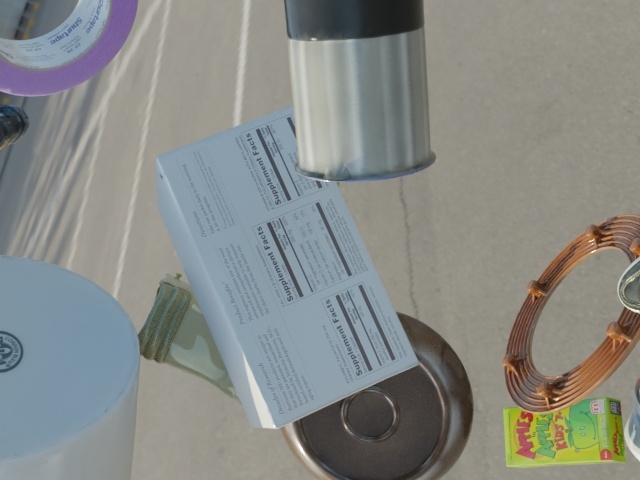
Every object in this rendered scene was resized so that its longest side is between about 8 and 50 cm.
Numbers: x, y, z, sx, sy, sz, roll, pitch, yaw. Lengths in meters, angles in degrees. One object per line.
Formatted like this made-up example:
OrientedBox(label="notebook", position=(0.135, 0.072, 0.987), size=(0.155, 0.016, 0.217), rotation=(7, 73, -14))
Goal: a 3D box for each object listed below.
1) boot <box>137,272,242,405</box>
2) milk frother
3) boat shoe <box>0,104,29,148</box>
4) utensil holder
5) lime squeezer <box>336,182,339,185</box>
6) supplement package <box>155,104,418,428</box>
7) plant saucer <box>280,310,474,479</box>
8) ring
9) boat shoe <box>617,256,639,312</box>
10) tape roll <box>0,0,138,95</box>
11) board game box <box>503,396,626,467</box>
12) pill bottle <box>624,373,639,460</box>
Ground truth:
OrientedBox(label="boot", position=(-0.104, 0.087, 1.080), size=(0.262, 0.203, 0.095), rotation=(-67, 1, -49))
OrientedBox(label="milk frother", position=(0.057, -0.110, 0.480), size=(0.143, 0.129, 0.134), rotation=(13, 118, 41))
OrientedBox(label="boat shoe", position=(-0.442, -0.118, 1.066), size=(0.183, 0.065, 0.083), rotation=(-9, 20, 33))
OrientedBox(label="utensil holder", position=(-0.361, 0.255, 0.933), size=(0.327, 0.328, 0.385), rotation=(-104, 24, -54))
OrientedBox(label="lime squeezer", position=(0.000, 0.000, 1.668), size=(0.110, 0.059, 0.310), rotation=(-54, -9, -28))
OrientedBox(label="supplement package", position=(-0.046, 0.037, 0.849), size=(0.261, 0.145, 0.204), rotation=(66, 166, 7))
OrientedBox(label="plant saucer", position=(0.078, 0.260, 1.320), size=(0.310, 0.311, 0.050), rotation=(-65, -4, 11))
OrientedBox(label="ring", position=(0.376, 0.101, 1.277), size=(0.336, 0.032, 0.336), rotation=(-55, 13, 20))
OrientedBox(label="boat shoe", position=(0.397, 0.039, 0.954), size=(0.219, 0.070, 0.077), rotation=(-39, 68, 63))
OrientedBox(label="tape roll", position=(-0.402, -0.345, 1.221), size=(0.090, 0.275, 0.274), rotation=(46, 118, 32))
OrientedBox(label="board game box", position=(0.370, 0.296, 1.318), size=(0.181, 0.043, 0.092), rotation=(-18, 64, 43))
OrientedBox(label="pill bottle", position=(0.543, 0.196, 1.216), size=(0.161, 0.161, 0.283), rotation=(-105, 21, -54))
